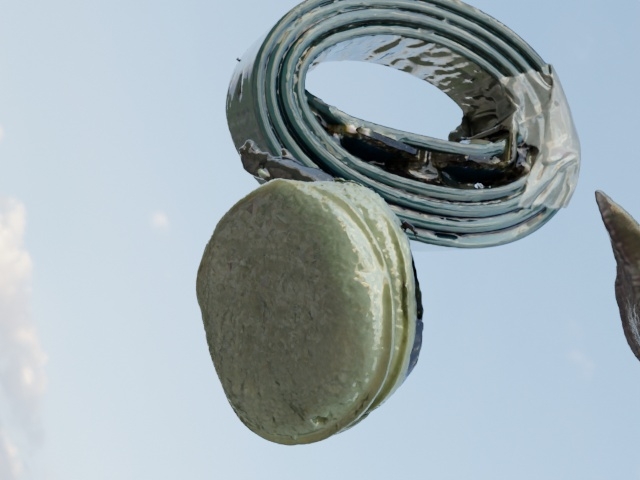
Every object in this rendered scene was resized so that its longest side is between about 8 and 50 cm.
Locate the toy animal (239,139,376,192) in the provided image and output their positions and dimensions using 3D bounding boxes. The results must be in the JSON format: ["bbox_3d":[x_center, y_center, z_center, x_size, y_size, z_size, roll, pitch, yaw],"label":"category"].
[{"bbox_3d":[0.002,-0.005,1.290,0.245,0.114,0.146,47,-19,-30],"label":"toy animal"}]

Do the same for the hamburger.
[{"bbox_3d":[-0.005,0.034,0.659,0.133,0.062,0.140,-29,-105,37],"label":"hamburger"}]

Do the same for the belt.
[{"bbox_3d":[0.107,-0.146,1.549,0.173,0.436,0.300,175,-70,-70],"label":"belt"}]

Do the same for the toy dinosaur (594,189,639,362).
[{"bbox_3d":[0.318,0.082,0.990,0.162,0.077,0.294,-24,-106,37],"label":"toy dinosaur"}]
